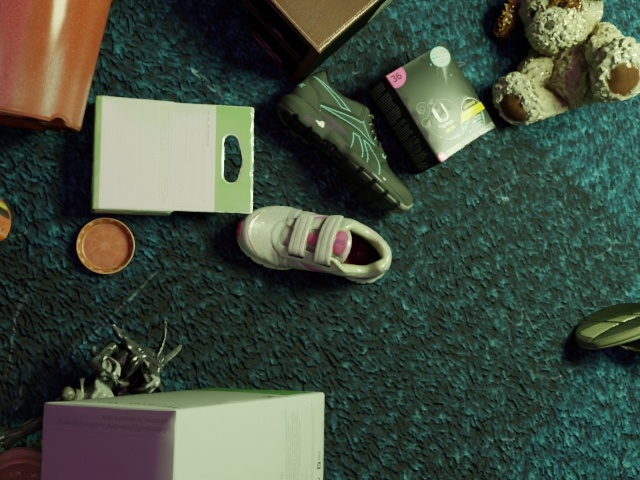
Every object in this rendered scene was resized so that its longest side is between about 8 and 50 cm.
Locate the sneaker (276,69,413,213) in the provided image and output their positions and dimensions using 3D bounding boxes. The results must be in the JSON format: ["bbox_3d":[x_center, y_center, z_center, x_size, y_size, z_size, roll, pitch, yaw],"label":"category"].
[{"bbox_3d":[0.057,-0.154,1.368,0.267,0.101,0.106,44,72,-7],"label":"sneaker"}]

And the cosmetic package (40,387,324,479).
[{"bbox_3d":[-0.156,0.272,1.106,0.197,0.365,0.155,-2,82,24],"label":"cosmetic package"}]

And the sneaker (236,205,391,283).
[{"bbox_3d":[0.000,0.000,1.327,0.252,0.111,0.103,9,81,-14],"label":"sneaker"}]

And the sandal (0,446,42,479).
[{"bbox_3d":[-0.334,0.353,1.147,0.088,0.240,0.079,-28,48,11],"label":"sandal"}]

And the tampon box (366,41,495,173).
[{"bbox_3d":[0.176,-0.211,1.405,0.120,0.101,0.161,-34,93,-17],"label":"tampon box"}]

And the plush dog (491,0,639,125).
[{"bbox_3d":[0.413,-0.333,1.445,0.211,0.262,0.225,-28,103,-49],"label":"plush dog"}]

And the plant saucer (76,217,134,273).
[{"bbox_3d":[-0.317,0.008,1.290,0.084,0.013,0.083,2,82,-16],"label":"plant saucer"}]

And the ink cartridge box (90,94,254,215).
[{"bbox_3d":[-0.221,-0.122,1.310,0.235,0.056,0.171,2,83,-16],"label":"ink cartridge box"}]

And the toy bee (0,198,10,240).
[{"bbox_3d":[-0.557,-0.031,1.156,0.298,0.195,0.162,-12,62,-6],"label":"toy bee"}]

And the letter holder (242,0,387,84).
[{"bbox_3d":[0.012,-0.434,1.363,0.302,0.152,0.214,-44,94,-16],"label":"letter holder"}]

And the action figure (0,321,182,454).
[{"bbox_3d":[-0.299,0.230,1.197,0.276,0.141,0.164,-35,131,-13],"label":"action figure"}]

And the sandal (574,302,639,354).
[{"bbox_3d":[0.575,0.150,1.470,0.303,0.120,0.086,-8,100,-16],"label":"sandal"}]

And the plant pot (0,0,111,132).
[{"bbox_3d":[-0.410,-0.292,1.185,0.272,0.272,0.265,8,89,-14],"label":"plant pot"}]
